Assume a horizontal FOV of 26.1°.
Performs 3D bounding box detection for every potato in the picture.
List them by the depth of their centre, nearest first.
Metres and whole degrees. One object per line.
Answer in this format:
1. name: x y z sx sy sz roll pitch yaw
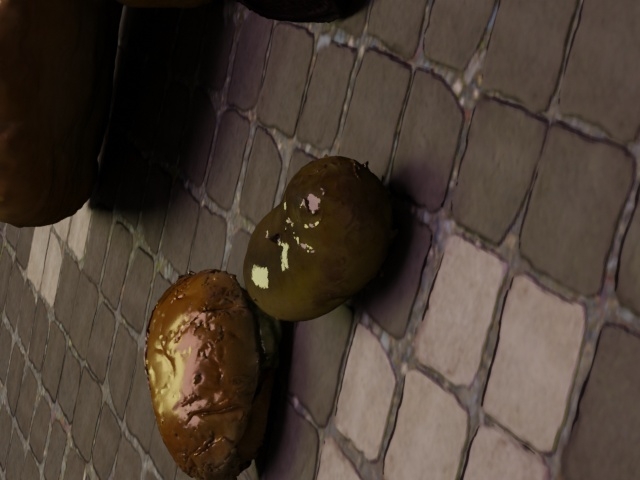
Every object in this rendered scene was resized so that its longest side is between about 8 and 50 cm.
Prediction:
1. potato: 0.000 0.000 0.893 0.138 0.070 0.091 134 136 -54

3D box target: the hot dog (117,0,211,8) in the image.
1. hot dog: -0.112 -0.328 1.148 0.256 0.150 0.153 -59 42 42

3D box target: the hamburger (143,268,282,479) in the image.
1. hamburger: -0.077 0.082 1.014 0.102 0.087 0.176 129 143 -51

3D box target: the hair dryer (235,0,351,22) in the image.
1. hair dryer: 0.027 -0.264 0.909 0.251 0.089 0.197 -7 76 58

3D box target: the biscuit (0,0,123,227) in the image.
1. biscuit: -0.248 -0.224 1.304 0.446 0.104 0.429 -94 13 -85
